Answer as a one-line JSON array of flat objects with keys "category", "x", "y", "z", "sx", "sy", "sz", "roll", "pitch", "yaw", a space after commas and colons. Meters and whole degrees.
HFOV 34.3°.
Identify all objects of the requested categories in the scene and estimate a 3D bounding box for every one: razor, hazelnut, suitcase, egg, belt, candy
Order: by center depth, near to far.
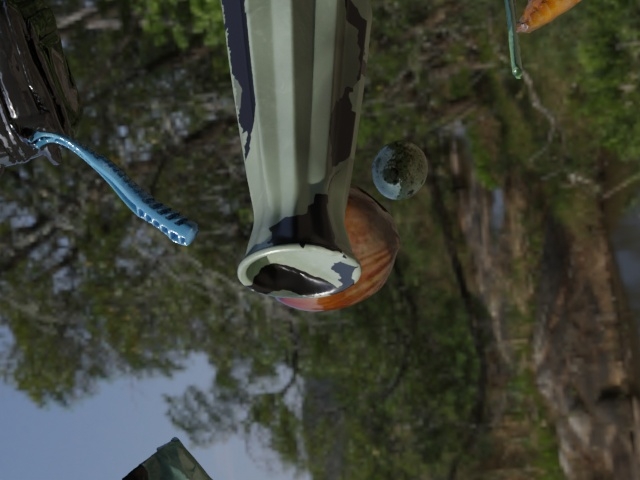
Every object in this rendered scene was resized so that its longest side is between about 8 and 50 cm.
[{"category": "belt", "x": -0.174, "y": 0.257, "z": 0.944, "sx": 0.078, "sy": 0.198, "sz": 0.151, "roll": 50, "pitch": -149, "yaw": 6}, {"category": "candy", "x": 0.211, "y": -0.272, "z": 1.165, "sx": 0.335, "sy": 0.092, "sz": 0.093, "roll": -83, "pitch": 12, "yaw": -52}, {"category": "razor", "x": -0.254, "y": -0.073, "z": 1.241, "sx": 0.042, "sy": 0.253, "sz": 0.082, "roll": -56, "pitch": -6, "yaw": -7}, {"category": "hazelnut", "x": 0.003, "y": -0.006, "z": 1.468, "sx": 0.186, "sy": 0.210, "sz": 0.210, "roll": -132, "pitch": 31, "yaw": -53}, {"category": "egg", "x": 0.119, "y": -0.105, "z": 1.574, "sx": 0.110, "sy": 0.085, "sz": 0.085, "roll": 94, "pitch": 173, "yaw": -69}, {"category": "suitcase", "x": -0.578, "y": -0.315, "z": 1.938, "sx": 0.345, "sy": 0.188, "sz": 0.339, "roll": -108, "pitch": 3, "yaw": -71}]

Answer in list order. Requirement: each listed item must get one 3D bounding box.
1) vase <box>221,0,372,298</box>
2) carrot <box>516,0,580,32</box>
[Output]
[{"category": "vase", "x": -0.023, "y": -0.129, "z": 1.025, "sx": 0.165, "sy": 0.165, "sz": 0.360, "roll": 81, "pitch": -172, "yaw": -63}, {"category": "carrot", "x": 0.236, "y": -0.234, "z": 0.730, "sx": 0.061, "sy": 0.257, "sz": 0.061, "roll": 55, "pitch": -178, "yaw": -3}]
